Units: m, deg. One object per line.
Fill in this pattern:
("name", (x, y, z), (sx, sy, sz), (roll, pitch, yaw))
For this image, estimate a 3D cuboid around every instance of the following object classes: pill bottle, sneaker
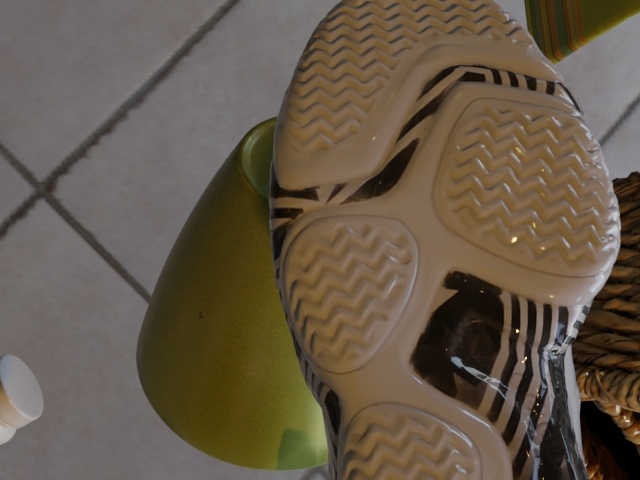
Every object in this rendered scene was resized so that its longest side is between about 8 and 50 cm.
("pill bottle", (-0.326, 0.162, 1.164), (0.137, 0.078, 0.078), (-29, 108, 13))
("sneaker", (0.045, 0.084, 0.552), (0.137, 0.210, 0.366), (-5, 69, -11))

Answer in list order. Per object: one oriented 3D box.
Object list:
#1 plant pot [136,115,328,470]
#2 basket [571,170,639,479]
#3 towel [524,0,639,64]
("plant pot", (-0.034, 0.028, 1.245), (0.274, 0.275, 0.293), (-12, 141, -23))
("basket", (0.211, 0.141, 0.837), (0.299, 0.213, 0.223), (50, 32, -31))
("towel", (0.269, -0.245, 1.210), (0.021, 0.237, 0.102), (0, 77, -26))
